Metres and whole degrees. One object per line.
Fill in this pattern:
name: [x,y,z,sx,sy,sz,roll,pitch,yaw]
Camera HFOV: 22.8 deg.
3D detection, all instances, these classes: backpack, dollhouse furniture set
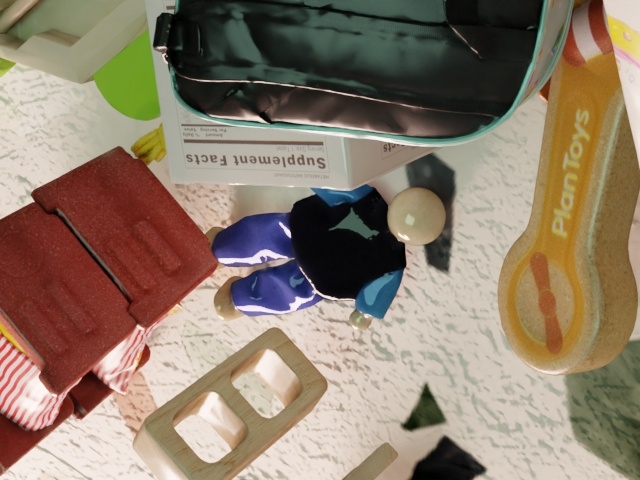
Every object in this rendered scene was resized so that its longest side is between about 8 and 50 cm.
backpack: [0.032,-0.130,0.772,0.188,0.144,0.166,11,104,24]
dollhouse furniture set: [-0.098,0.143,1.067,0.374,0.152,0.201,49,148,7]

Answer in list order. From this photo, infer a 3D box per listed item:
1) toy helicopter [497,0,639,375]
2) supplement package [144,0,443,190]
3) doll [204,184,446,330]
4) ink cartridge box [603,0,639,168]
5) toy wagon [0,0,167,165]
toy helicopter: [0.141,-0.104,0.845,0.235,0.140,0.355,25,112,49]
supplement package: [-0.016,-0.163,0.940,0.139,0.134,0.244,4,109,34]
doll: [0.000,0.000,1.045,0.189,0.046,0.129,-15,99,38]
ink cartridge box: [0.232,-0.099,0.640,0.168,0.171,0.233,24,146,43]
toy wagon: [-0.170,-0.212,1.074,0.267,0.068,0.344,-32,88,39]
